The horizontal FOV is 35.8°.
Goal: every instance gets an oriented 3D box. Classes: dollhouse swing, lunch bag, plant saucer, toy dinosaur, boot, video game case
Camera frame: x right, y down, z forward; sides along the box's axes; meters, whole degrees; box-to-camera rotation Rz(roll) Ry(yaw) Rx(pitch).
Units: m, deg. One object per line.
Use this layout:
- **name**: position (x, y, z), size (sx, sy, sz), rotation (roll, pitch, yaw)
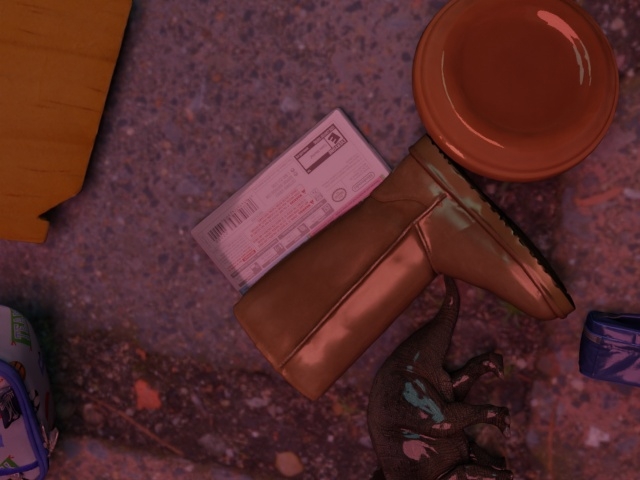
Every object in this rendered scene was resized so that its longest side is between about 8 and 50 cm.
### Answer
- **dollhouse swing**: position (-0.424, -0.224, 1.072), size (0.315, 0.305, 0.346), rotation (10, 105, -33)
- **lunch bag**: position (-0.432, 0.185, 1.056), size (0.304, 0.115, 0.243), rotation (-3, 131, -5)
- **plant saucer**: position (0.187, -0.155, 0.936), size (0.200, 0.037, 0.199), rotation (1, 80, -3)
- **toy dinosaur**: position (0.111, 0.192, 1.012), size (0.160, 0.121, 0.313), rotation (-3, 102, 5)
- **boot**: position (0.079, 0.062, 0.979), size (0.269, 0.089, 0.236), rotation (-44, 68, 13)
- **video game case**: position (0.000, 0.000, 1.048), size (0.212, 0.023, 0.193), rotation (-39, 91, 14)
- **lunch bag**: position (0.309, 0.105, 0.983), size (0.099, 0.067, 0.065), rotation (10, 102, 8)
